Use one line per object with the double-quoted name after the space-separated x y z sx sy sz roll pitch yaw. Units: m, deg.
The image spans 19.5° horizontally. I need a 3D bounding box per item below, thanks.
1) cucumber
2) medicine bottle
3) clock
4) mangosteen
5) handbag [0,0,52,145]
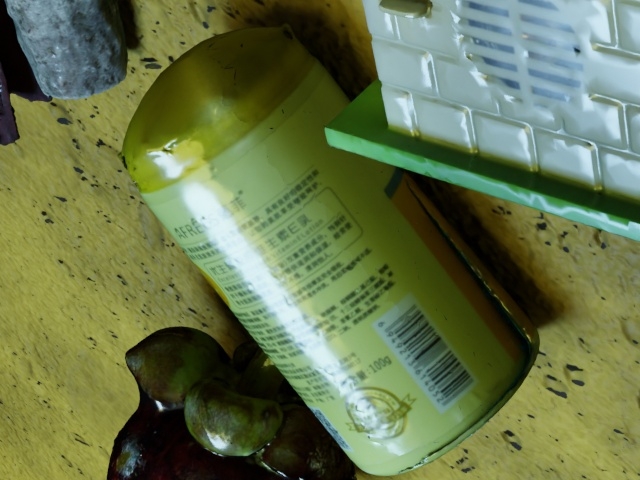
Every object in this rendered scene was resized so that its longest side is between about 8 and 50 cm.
-0.143 -0.128 1.032 0.064 0.064 0.112 29 151 25 "cucumber"
0.000 0.000 0.962 0.239 0.124 0.124 53 150 -13 "medicine bottle"
0.096 -0.137 0.686 0.220 0.106 0.255 20 138 35 "clock"
-0.058 0.139 1.187 0.172 0.172 0.184 -6 98 54 "mangosteen"
-0.253 -0.175 1.100 0.203 0.074 0.216 30 149 25 "handbag"
